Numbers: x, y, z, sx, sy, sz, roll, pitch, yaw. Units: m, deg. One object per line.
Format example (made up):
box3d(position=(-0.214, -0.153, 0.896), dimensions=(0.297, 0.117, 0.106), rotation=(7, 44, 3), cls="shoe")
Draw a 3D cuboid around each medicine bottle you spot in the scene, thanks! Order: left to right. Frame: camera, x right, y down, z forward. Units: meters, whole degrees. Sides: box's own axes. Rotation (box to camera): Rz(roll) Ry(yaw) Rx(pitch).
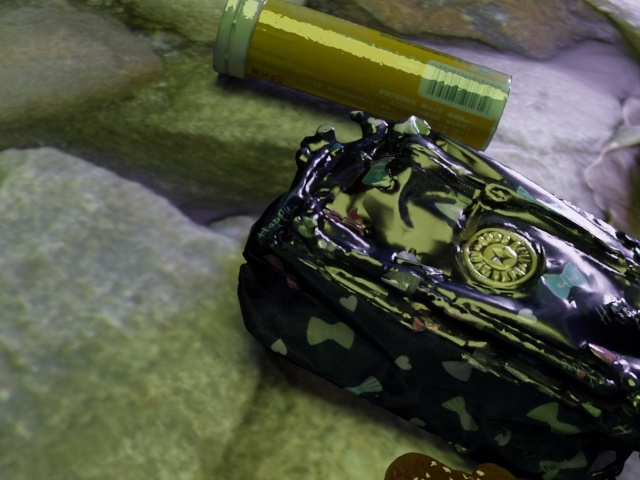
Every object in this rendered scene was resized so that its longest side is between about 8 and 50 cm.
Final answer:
box3d(position=(0.031, -0.129, 0.657), dimensions=(0.218, 0.074, 0.074), rotation=(19, 46, 2), cls="medicine bottle")

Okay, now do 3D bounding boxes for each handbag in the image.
box3d(position=(0.086, 0.026, 0.492), dimensions=(0.260, 0.113, 0.162), rotation=(28, 43, 5), cls="handbag")

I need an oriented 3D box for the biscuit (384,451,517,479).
box3d(position=(0.097, 0.172, 0.417), dimensions=(0.175, 0.026, 0.124), rotation=(34, 47, 17), cls="biscuit")
